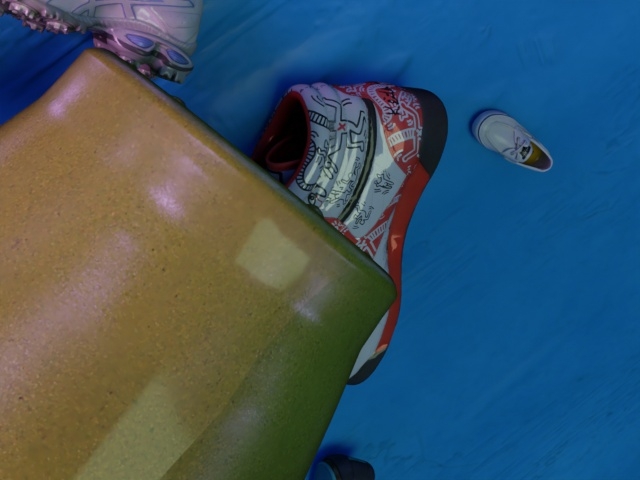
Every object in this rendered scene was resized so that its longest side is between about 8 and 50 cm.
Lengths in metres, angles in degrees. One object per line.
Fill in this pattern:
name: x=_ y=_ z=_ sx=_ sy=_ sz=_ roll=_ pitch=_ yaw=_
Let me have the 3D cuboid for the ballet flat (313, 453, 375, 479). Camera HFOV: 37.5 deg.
ballet flat: x=0.014 y=0.314 z=1.010 sx=0.074 sy=0.074 sz=0.203 roll=-1 pitch=118 yaw=-32

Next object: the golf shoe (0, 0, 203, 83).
golf shoe: x=-0.149 y=-0.165 z=0.589 sx=0.176 sy=0.069 sz=0.086 roll=17 pitch=93 yaw=-45

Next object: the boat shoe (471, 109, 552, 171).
boat shoe: x=0.178 y=-0.087 z=0.859 sx=0.100 sy=0.035 sz=0.035 roll=26 pitch=105 yaw=-42

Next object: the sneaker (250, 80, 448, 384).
sneaker: x=0.000 y=-0.001 z=0.769 sx=0.144 sy=0.090 sz=0.270 roll=0 pitch=117 yaw=-32

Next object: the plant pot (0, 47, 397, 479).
plant pot: x=-0.149 y=0.090 z=0.568 sx=0.353 sy=0.366 sz=0.366 roll=-52 pitch=133 yaw=0
